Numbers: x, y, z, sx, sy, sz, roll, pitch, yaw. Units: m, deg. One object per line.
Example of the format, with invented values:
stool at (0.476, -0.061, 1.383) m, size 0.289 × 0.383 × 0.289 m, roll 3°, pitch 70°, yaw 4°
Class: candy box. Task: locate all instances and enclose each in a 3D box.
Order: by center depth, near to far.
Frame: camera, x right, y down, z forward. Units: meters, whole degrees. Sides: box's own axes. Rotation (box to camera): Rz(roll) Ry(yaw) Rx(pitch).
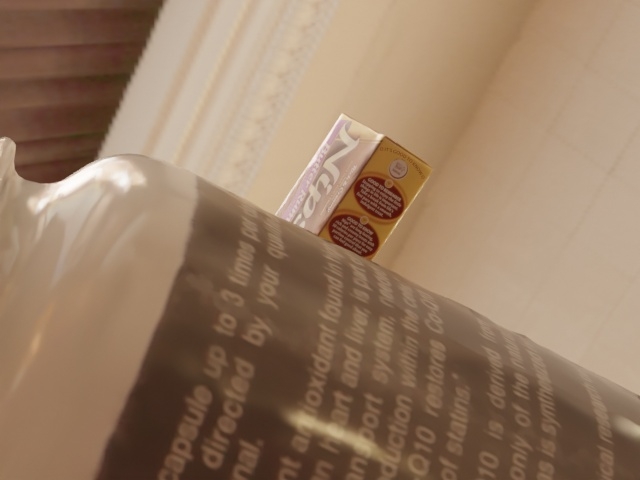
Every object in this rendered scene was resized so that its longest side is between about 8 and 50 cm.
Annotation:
candy box at (0.000, 0.000, 1.110) m, size 0.186 × 0.053 × 0.109 m, roll -57°, pitch -159°, yaw 4°

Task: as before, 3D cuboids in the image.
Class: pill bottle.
pill bottle at (-0.028, 0.097, 0.491) m, size 0.361 × 0.204 × 0.204 m, roll 27°, pitch -61°, yaw -13°
